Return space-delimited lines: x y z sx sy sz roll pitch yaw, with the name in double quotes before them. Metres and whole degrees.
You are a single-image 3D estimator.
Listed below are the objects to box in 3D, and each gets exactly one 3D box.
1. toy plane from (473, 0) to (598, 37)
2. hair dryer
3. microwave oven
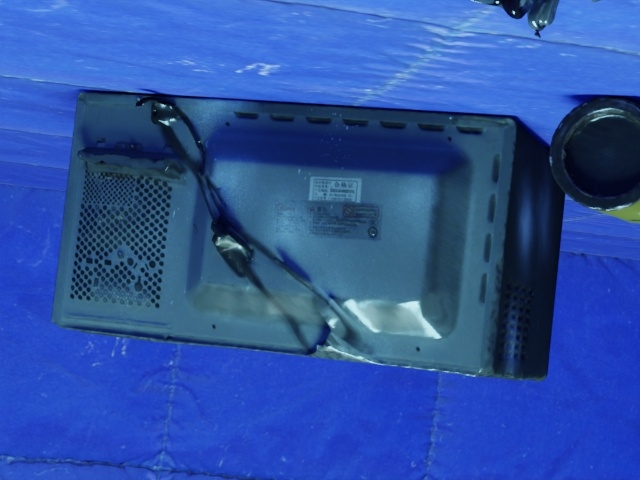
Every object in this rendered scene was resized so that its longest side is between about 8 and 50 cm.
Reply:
"toy plane" 0.075 -0.129 0.673 0.226 0.058 0.226 22 -176 26
"hair dryer" 0.332 -0.064 1.212 0.279 0.090 0.135 -2 173 26
"microwave oven" 0.000 0.000 1.548 0.432 0.236 0.374 5 175 19
